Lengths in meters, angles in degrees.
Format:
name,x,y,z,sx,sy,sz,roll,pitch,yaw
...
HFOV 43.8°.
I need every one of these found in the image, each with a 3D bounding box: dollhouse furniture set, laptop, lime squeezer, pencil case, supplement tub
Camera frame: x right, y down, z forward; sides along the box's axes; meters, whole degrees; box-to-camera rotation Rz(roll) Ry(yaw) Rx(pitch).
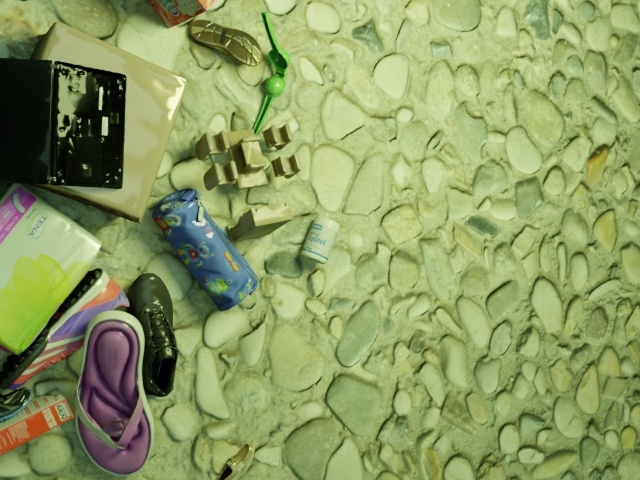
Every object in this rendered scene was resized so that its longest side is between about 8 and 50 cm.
name,x,y,z,sx,sy,sz,roll,pitch,yaw
dollhouse furniture set,-0.170,-0.137,1.881,0.212,0.161,0.242,-12,82,-28
laptop,-0.524,-0.222,1.544,0.264,0.137,0.234,-1,95,-53
lime squeezer,-0.114,-0.389,1.894,0.110,0.059,0.310,-55,157,-60
pencil case,-0.260,0.018,1.830,0.306,0.133,0.119,57,39,-21
supplement tub,0.000,0.000,2.006,0.071,0.071,0.107,25,81,-28

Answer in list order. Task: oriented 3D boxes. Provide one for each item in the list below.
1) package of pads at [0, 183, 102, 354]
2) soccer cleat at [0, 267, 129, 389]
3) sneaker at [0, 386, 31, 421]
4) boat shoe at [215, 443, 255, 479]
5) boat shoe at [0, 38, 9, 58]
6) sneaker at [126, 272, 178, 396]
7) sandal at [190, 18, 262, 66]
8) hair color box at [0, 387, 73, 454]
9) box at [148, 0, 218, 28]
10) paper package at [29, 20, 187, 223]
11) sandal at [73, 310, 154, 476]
name,x,y,z,sx,sy,sz,roll,pitch,yaw
package of pads,-0.615,0.060,1.619,0.229,0.101,0.296,39,67,-19
soccer cleat,-0.545,0.207,1.702,0.318,0.109,0.116,-50,120,-19
sneaker,-0.694,0.336,1.646,0.188,0.067,0.078,-10,105,-25
boat shoe,-0.210,0.553,1.942,0.045,0.050,0.135,40,75,-31
boat shoe,-0.656,-0.317,1.572,0.083,0.076,0.226,27,57,-38
sneaker,-0.363,0.215,1.787,0.109,0.130,0.286,-10,97,-27
sandal,-0.220,-0.462,1.866,0.180,0.049,0.072,20,78,-14
hair color box,-0.617,0.381,1.678,0.167,0.093,0.053,-26,107,-24
box,-0.283,-0.554,1.700,0.122,0.257,0.128,-44,113,-17
paper package,-0.480,-0.240,1.666,0.310,0.168,0.324,21,84,-29
sandal,-0.453,0.350,1.707,0.169,0.102,0.416,-2,112,-5
